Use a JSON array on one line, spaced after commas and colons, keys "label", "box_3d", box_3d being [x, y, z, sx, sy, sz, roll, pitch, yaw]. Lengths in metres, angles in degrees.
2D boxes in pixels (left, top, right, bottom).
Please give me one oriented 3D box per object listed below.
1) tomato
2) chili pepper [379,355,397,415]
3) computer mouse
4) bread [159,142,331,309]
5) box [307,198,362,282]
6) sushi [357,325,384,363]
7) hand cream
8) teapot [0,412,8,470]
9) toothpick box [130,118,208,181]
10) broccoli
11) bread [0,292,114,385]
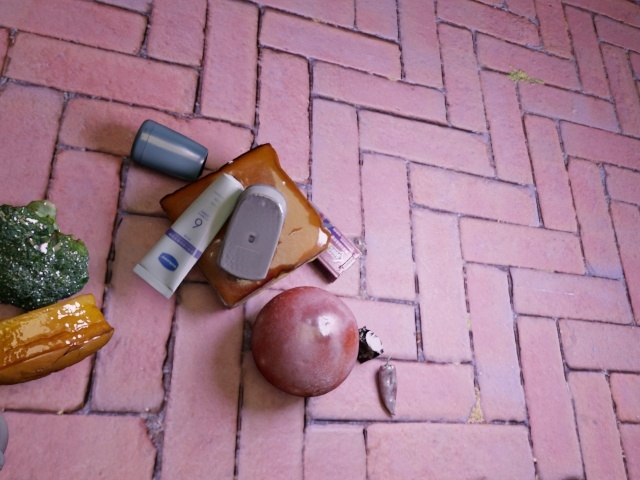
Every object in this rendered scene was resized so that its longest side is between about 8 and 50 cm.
[{"label": "tomato", "box_3d": [-0.033, 0.238, 1.215, 0.270, 0.227, 0.270, 8, 65, -18]}, {"label": "chili pepper", "box_3d": [0.183, 0.388, 1.342, 0.050, 0.041, 0.153, -3, 87, -1]}, {"label": "computer mouse", "box_3d": [-0.156, -0.019, 1.170, 0.128, 0.079, 0.230, 22, 96, -7]}, {"label": "bread", "box_3d": [-0.183, -0.039, 1.280, 0.324, 0.143, 0.333, -34, 83, -10]}, {"label": "box", "box_3d": [0.000, 0.000, 1.408, 0.224, 0.069, 0.120, 45, 62, 1]}, {"label": "sushi", "box_3d": [0.121, 0.275, 1.337, 0.056, 0.083, 0.084, -31, 84, -27]}, {"label": "hand cream", "box_3d": [-0.297, -0.021, 1.181, 0.109, 0.067, 0.320, 38, 86, 3]}, {"label": "teapot", "box_3d": [-0.712, 0.383, 0.952, 0.239, 0.149, 0.162, 32, 64, -7]}, {"label": "toothpick box", "box_3d": [-0.393, -0.232, 1.325, 0.184, 0.120, 0.120, 21, 64, -14]}, {"label": "broccoli", "box_3d": [-0.637, 0.008, 1.096, 0.254, 0.269, 0.268, 7, 68, -23]}, {"label": "bread", "box_3d": [-0.576, 0.209, 1.038, 0.270, 0.195, 0.142, -21, 88, -34]}]
